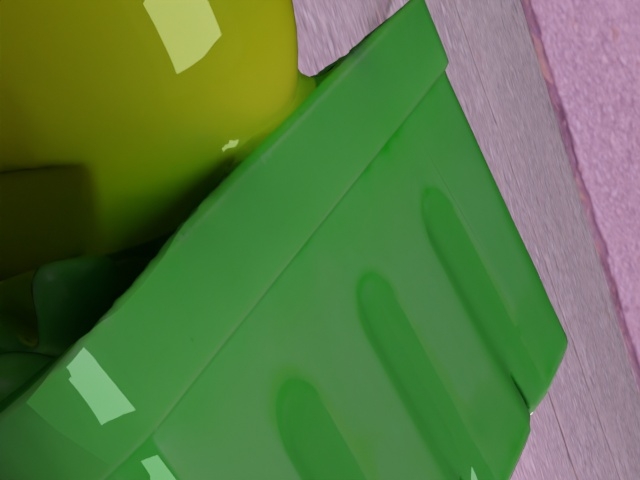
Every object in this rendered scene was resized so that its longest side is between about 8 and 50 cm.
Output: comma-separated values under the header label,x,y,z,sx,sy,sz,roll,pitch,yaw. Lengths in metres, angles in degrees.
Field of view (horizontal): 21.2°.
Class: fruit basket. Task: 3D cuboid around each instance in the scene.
label,x,y,z,sx,sy,sz,roll,pitch,yaw
fruit basket,-0.094,-0.002,0.632,0.392,0.283,0.392,34,36,-30
